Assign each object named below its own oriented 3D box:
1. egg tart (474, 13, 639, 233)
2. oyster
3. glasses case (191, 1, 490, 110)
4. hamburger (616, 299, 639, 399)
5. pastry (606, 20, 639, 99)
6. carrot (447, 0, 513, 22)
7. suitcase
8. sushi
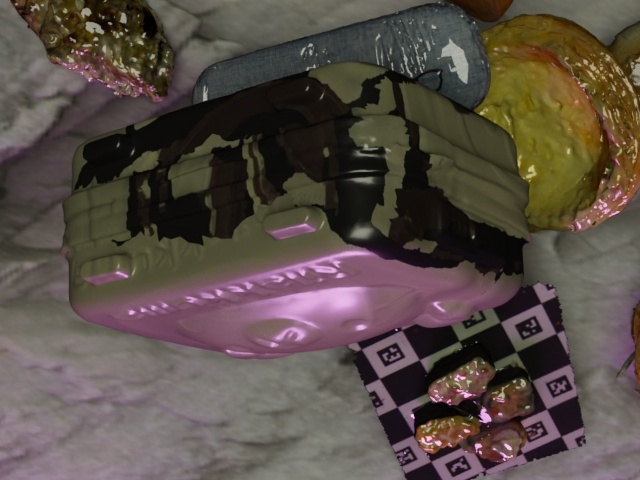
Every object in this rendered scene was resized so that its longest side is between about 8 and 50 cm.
[{"bbox_3d":[0.205,-0.106,1.369,0.212,0.090,0.212,22,124,37],"label":"egg tart"},{"bbox_3d":[-0.204,-0.194,1.418,0.105,0.056,0.177,-36,89,-3],"label":"oyster"},{"bbox_3d":[0.015,-0.134,1.380,0.282,0.067,0.109,-12,95,21],"label":"glasses case"},{"bbox_3d":[0.360,0.098,1.410,0.185,0.113,0.177,-16,101,11],"label":"hamburger"},{"bbox_3d":[0.326,-0.140,1.394,0.153,0.081,0.153,0,95,-3],"label":"pastry"},{"bbox_3d":[0.167,-0.339,1.337,0.196,0.196,0.254,45,87,-3],"label":"carrot"},{"bbox_3d":[0.000,0.000,1.292,0.351,0.339,0.194,-13,71,33],"label":"suitcase"},{"bbox_3d":[0.145,0.151,1.398,0.192,0.040,0.210,-18,125,3],"label":"sushi"}]
